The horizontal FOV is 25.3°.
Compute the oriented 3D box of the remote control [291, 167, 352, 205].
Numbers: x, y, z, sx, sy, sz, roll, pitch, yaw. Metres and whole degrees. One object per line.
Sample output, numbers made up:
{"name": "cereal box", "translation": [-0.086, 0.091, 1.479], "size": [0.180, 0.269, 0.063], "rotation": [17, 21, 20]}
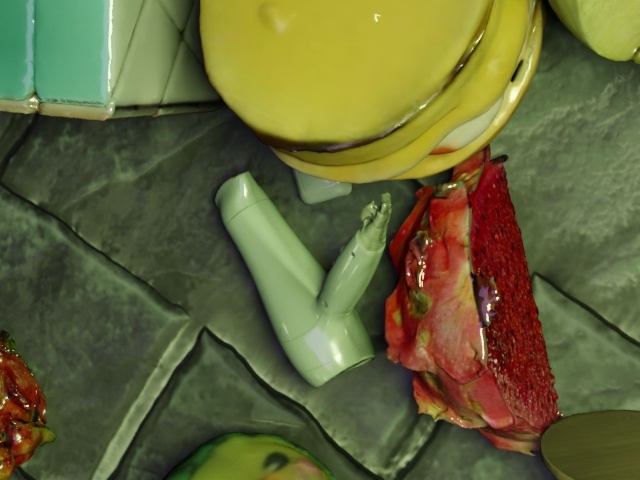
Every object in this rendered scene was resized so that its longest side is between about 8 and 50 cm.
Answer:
{"name": "remote control", "translation": [-0.020, -0.123, 1.276], "size": [0.050, 0.027, 0.184], "rotation": [-16, 90, 23]}

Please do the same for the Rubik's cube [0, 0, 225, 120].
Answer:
{"name": "Rubik's cube", "translation": [-0.220, -0.227, 1.238], "size": [0.224, 0.221, 0.231], "rotation": [7, 99, 21]}

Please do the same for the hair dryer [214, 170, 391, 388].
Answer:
{"name": "hair dryer", "translation": [0.000, 0.000, 1.210], "size": [0.206, 0.075, 0.237], "rotation": [59, 149, 10]}

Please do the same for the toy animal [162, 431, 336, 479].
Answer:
{"name": "toy animal", "translation": [-0.009, 0.316, 1.243], "size": [0.338, 0.216, 0.191], "rotation": [36, 135, 17]}

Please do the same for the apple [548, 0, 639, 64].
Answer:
{"name": "apple", "translation": [0.289, -0.242, 1.021], "size": [0.295, 0.233, 0.258], "rotation": [20, 106, -5]}

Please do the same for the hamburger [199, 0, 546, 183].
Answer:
{"name": "hamburger", "translation": [0.058, -0.174, 1.125], "size": [0.276, 0.237, 0.276], "rotation": [-5, 79, 26]}

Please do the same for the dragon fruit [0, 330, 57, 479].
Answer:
{"name": "dragon fruit", "translation": [-0.329, 0.168, 1.404], "size": [0.142, 0.175, 0.138], "rotation": [7, 112, -9]}

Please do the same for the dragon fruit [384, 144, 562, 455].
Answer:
{"name": "dragon fruit", "translation": [0.105, 0.058, 1.177], "size": [0.126, 0.161, 0.274], "rotation": [-11, 94, 21]}

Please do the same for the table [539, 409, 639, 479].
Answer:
{"name": "table", "translation": [0.253, 0.274, 1.160], "size": [0.167, 0.167, 0.227], "rotation": [9, 109, 21]}
